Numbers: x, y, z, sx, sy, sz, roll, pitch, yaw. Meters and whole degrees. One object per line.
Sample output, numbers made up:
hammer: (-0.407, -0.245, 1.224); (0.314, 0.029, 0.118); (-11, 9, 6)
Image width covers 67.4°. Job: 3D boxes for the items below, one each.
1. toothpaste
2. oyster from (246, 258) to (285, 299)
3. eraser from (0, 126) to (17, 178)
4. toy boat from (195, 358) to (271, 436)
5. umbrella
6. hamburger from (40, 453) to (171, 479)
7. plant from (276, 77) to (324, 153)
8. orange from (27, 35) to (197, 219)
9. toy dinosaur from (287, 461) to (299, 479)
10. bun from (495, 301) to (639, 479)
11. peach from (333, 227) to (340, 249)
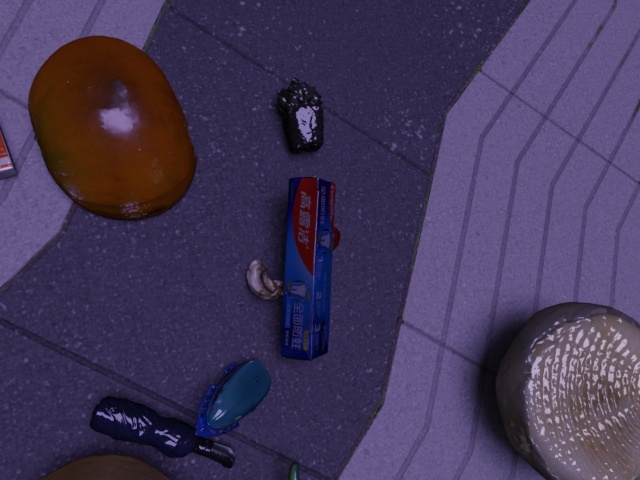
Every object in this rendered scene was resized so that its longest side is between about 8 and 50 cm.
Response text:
toothpaste: (-0.021, 0.049, 0.872); (0.065, 0.076, 0.321); (2, 89, 25)
oyster: (-0.098, 0.075, 0.899); (0.080, 0.038, 0.084); (-9, 58, 16)
eraser: (-0.624, -0.196, 0.789); (0.157, 0.038, 0.231); (-21, 85, -21)
toy boat: (-0.165, 0.279, 0.813); (0.091, 0.110, 0.175); (56, 26, -1)
umbrella: (-0.250, 0.316, 0.792); (0.248, 0.071, 0.071); (23, 72, -17)
hamburger: (-0.321, 0.461, 0.671); (0.299, 0.176, 0.301); (4, 76, -16)
plant: (-0.038, -0.252, 0.971); (0.091, 0.094, 0.144); (-10, 86, -9)
orange: (-0.362, -0.198, 0.852); (0.274, 0.274, 0.311); (-16, 114, -21)
toy dinosaur: (0.185, 0.553, 0.843); (0.374, 0.144, 0.501); (-20, 90, -26)
bun: (0.500, 0.303, 0.968); (0.363, 0.202, 0.365); (2, 84, -15)
peach: (0.000, 0.000, 0.951); (0.083, 0.077, 0.050); (23, 59, -59)
